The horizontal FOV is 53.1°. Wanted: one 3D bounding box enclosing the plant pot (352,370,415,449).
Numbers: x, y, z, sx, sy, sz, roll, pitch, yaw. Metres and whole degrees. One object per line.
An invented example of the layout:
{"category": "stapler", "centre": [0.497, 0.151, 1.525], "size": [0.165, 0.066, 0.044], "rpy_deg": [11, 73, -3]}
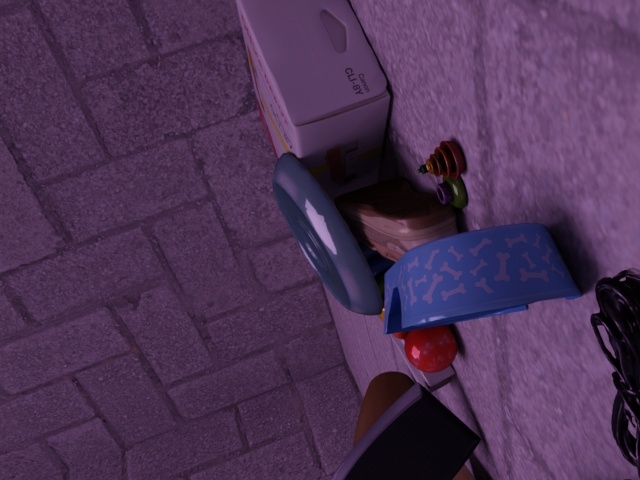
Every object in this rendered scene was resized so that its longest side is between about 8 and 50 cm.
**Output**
{"category": "plant pot", "centre": [0.184, 0.448, 1.553], "size": [0.254, 0.237, 0.237], "rpy_deg": [-93, -11, -55]}

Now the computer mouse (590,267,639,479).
{"category": "computer mouse", "centre": [0.257, 0.149, 0.383], "size": [0.272, 0.072, 0.188], "rpy_deg": [-98, -11, -59]}

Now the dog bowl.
{"category": "dog bowl", "centre": [0.150, 0.047, 0.675], "size": [0.297, 0.166, 0.074], "rpy_deg": [99, 162, -79]}

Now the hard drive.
{"category": "hard drive", "centre": [0.153, 0.408, 1.174], "size": [0.172, 0.254, 0.054], "rpy_deg": [42, -178, 10]}

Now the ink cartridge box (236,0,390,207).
{"category": "ink cartridge box", "centre": [-0.013, -0.241, 1.136], "size": [0.384, 0.161, 0.279], "rpy_deg": [87, 161, -70]}

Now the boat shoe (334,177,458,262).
{"category": "boat shoe", "centre": [0.108, -0.020, 0.980], "size": [0.341, 0.122, 0.110], "rpy_deg": [-134, 25, -73]}

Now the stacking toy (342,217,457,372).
{"category": "stacking toy", "centre": [0.133, 0.094, 1.156], "size": [0.141, 0.141, 0.330], "rpy_deg": [77, 166, -52]}

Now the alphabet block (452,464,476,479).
{"category": "alphabet block", "centre": [0.247, 0.564, 1.269], "size": [0.192, 0.194, 0.197], "rpy_deg": [61, 178, -20]}

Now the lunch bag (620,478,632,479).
{"category": "lunch bag", "centre": [0.256, 0.400, 0.594], "size": [0.213, 0.256, 0.305], "rpy_deg": [-1, -119, -48]}

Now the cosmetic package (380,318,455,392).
{"category": "cosmetic package", "centre": [0.174, 0.180, 1.265], "size": [0.239, 0.061, 0.099], "rpy_deg": [60, 173, 22]}

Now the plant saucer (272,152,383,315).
{"category": "plant saucer", "centre": [0.000, 0.000, 1.088], "size": [0.317, 0.044, 0.317], "rpy_deg": [57, 171, 14]}

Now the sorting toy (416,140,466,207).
{"category": "sorting toy", "centre": [0.148, -0.079, 0.790], "size": [0.101, 0.042, 0.061], "rpy_deg": [75, 172, -45]}
